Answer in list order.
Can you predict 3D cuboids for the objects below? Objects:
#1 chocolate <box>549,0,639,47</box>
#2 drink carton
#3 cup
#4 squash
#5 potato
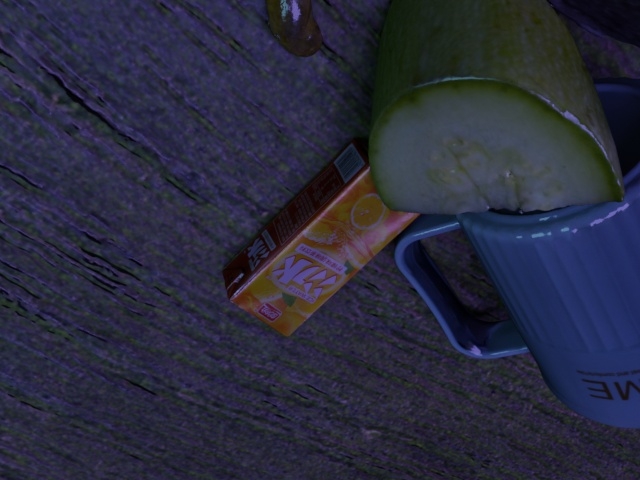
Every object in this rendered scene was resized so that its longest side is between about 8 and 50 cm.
[{"bbox_3d":[0.290,-0.303,0.593,0.303,0.303,0.212,24,96,-26],"label":"chocolate"},{"bbox_3d":[0.000,0.000,0.816,0.223,0.071,0.096,-44,123,13],"label":"drink carton"},{"bbox_3d":[0.292,0.007,0.824,0.256,0.331,0.311,-51,124,-22],"label":"cup"},{"bbox_3d":[0.150,-0.146,0.667,0.237,0.155,0.204,-3,131,35],"label":"squash"},{"bbox_3d":[-0.028,-0.217,0.692,0.046,0.045,0.092,-39,132,-27],"label":"potato"}]
